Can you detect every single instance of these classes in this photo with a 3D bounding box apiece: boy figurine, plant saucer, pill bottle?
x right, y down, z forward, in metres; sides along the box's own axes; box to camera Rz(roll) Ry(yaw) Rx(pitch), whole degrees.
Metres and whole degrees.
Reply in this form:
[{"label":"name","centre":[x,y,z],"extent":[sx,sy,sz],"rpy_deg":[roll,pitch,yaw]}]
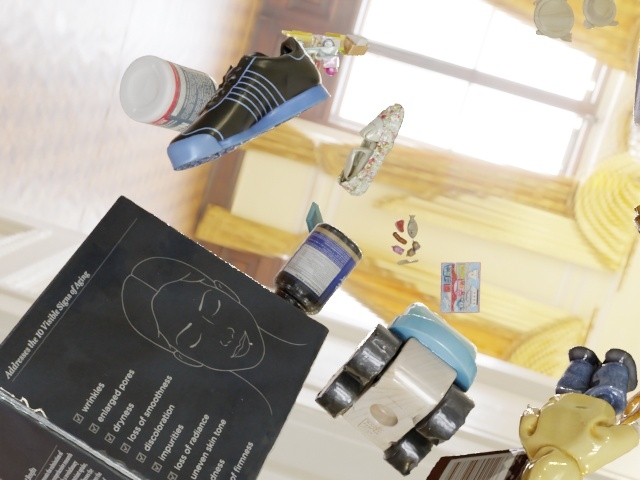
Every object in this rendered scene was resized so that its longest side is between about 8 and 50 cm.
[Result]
[{"label":"boy figurine","centre":[0.351,0.262,1.323],"extent":[0.285,0.177,0.092],"rpy_deg":[-53,130,-42]},{"label":"plant saucer","centre":[0.000,0.000,2.248],"extent":[0.067,0.018,0.192],"rpy_deg":[114,-30,-43]},{"label":"pill bottle","centre":[-0.021,0.079,2.066],"extent":[0.219,0.123,0.123],"rpy_deg":[-51,171,-12]},{"label":"pill bottle","centre":[-0.226,-0.229,1.581],"extent":[0.180,0.108,0.107],"rpy_deg":[7,102,-58]}]

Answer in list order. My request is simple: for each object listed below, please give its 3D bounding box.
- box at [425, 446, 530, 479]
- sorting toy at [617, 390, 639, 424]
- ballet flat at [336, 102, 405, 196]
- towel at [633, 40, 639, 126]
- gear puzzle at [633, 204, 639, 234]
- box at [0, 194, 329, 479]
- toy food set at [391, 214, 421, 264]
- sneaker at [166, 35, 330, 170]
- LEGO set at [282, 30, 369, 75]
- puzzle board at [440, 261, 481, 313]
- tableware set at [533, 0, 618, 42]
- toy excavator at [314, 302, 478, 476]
[{"label":"box","centre":[0.318,0.527,1.559],"extent":[0.143,0.191,0.381],"rpy_deg":[-44,111,-50]},{"label":"sorting toy","centre":[0.555,0.197,1.423],"extent":[0.196,0.047,0.347],"rpy_deg":[-51,176,-30]},{"label":"ballet flat","centre":[0.112,-0.209,2.231],"extent":[0.240,0.077,0.091],"rpy_deg":[-64,-146,15]},{"label":"towel","centre":[0.462,-0.244,1.248],"extent":[0.285,0.034,0.209],"rpy_deg":[-86,-179,-83]},{"label":"gear puzzle","centre":[0.666,0.090,1.865],"extent":[0.175,0.044,0.338],"rpy_deg":[-80,146,-84]},{"label":"box","centre":[-0.314,0.259,1.761],"extent":[0.297,0.472,0.480],"rpy_deg":[-49,-171,47]},{"label":"toy food set","centre":[0.214,-0.001,2.469],"extent":[0.019,0.078,0.122],"rpy_deg":[-176,-103,-81]},{"label":"sneaker","centre":[-0.094,-0.159,1.126],"extent":[0.232,0.090,0.081],"rpy_deg":[-33,-173,-36]},{"label":"LEGO set","centre":[-0.004,-0.319,1.770],"extent":[0.287,0.132,0.107],"rpy_deg":[-42,139,-71]},{"label":"puzzle board","centre":[0.338,0.114,2.361],"extent":[0.011,0.097,0.128],"rpy_deg":[-91,-179,-77]},{"label":"tableware set","centre":[0.378,-0.383,1.480],"extent":[0.020,0.141,0.168],"rpy_deg":[152,-71,-79]},{"label":"toy excavator","centre":[0.189,0.233,1.917],"extent":[0.445,0.222,0.433],"rpy_deg":[-47,175,-39]}]
